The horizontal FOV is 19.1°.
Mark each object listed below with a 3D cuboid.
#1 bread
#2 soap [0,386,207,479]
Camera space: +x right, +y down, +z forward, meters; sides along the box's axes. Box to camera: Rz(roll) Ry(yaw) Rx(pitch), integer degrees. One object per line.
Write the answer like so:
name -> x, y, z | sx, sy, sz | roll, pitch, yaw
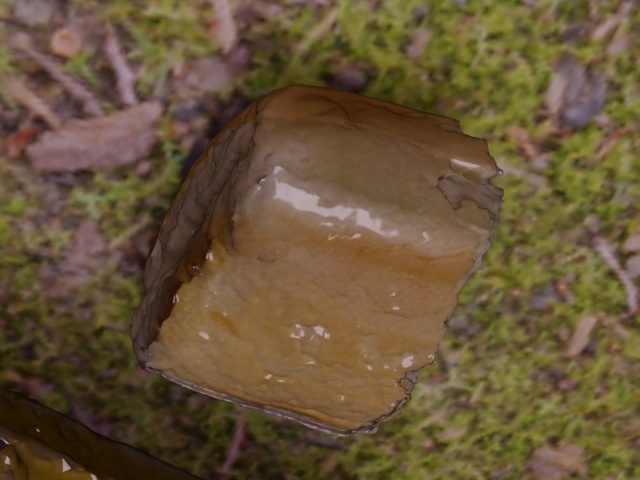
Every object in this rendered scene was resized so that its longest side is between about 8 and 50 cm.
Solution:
bread -> -0.001, 0.002, 0.684 | 0.106, 0.082, 0.125 | 22, 129, -14
soap -> -0.157, 0.205, 0.693 | 0.339, 0.169, 0.304 | 30, 84, -30
